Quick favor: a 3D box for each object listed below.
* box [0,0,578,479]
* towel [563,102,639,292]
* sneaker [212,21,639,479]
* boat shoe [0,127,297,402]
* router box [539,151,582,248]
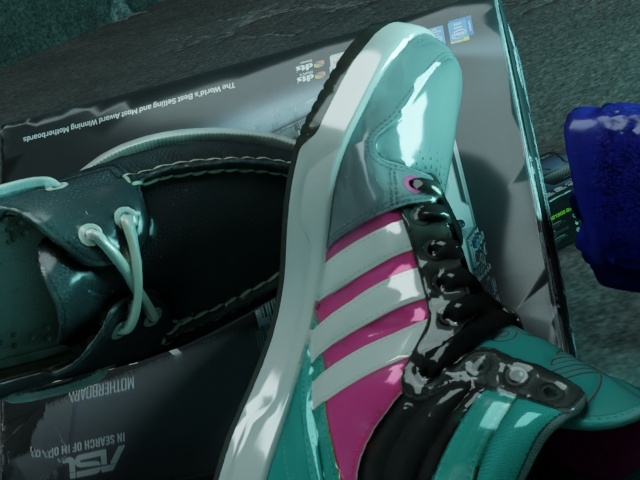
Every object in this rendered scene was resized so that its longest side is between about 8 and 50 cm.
[{"bbox_3d":[-0.025,0.018,0.789,0.308,0.076,0.242,-13,62,14],"label":"box"},{"bbox_3d":[0.267,-0.008,0.621,0.308,0.076,0.228,1,-5,17],"label":"towel"},{"bbox_3d":[0.067,0.043,0.627,0.179,0.295,0.124,7,-15,26],"label":"sneaker"},{"bbox_3d":[-0.127,0.024,0.676,0.303,0.114,0.091,-19,13,-7],"label":"boat shoe"},{"bbox_3d":[0.155,-0.024,1.041,0.122,0.038,0.092,-26,18,-24],"label":"router box"}]
